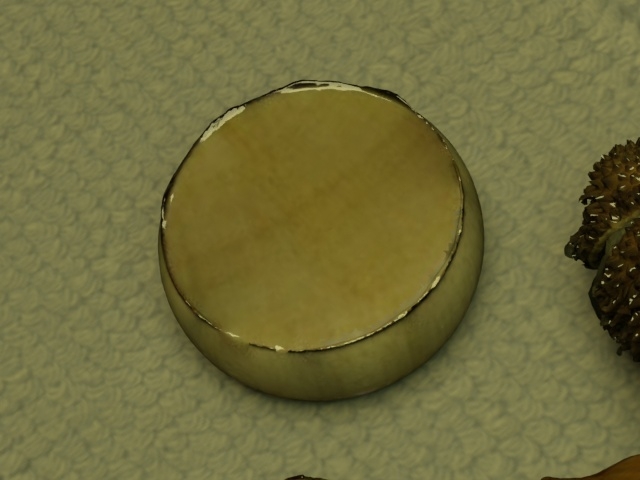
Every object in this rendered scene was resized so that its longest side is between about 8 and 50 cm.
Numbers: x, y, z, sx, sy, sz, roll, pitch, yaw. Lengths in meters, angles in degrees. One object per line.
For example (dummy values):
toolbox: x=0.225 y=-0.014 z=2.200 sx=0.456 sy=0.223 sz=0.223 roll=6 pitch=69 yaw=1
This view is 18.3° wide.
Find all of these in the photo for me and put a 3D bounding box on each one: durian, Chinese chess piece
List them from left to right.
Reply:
Chinese chess piece: x=0.000 y=0.000 z=1.561 sx=0.257 sy=0.104 sz=0.257 roll=-5 pitch=60 yaw=9
durian: x=0.269 y=-0.003 z=1.463 sx=0.167 sy=0.196 sz=0.196 roll=-21 pitch=60 yaw=-7

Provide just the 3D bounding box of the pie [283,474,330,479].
pie: x=-0.016 y=0.290 z=1.418 sx=0.257 sy=0.105 sz=0.274 roll=15 pitch=62 yaw=34

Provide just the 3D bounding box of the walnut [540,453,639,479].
walnut: x=0.263 y=0.251 z=1.326 sx=0.336 sy=0.209 sz=0.209 roll=32 pitch=71 yaw=36
